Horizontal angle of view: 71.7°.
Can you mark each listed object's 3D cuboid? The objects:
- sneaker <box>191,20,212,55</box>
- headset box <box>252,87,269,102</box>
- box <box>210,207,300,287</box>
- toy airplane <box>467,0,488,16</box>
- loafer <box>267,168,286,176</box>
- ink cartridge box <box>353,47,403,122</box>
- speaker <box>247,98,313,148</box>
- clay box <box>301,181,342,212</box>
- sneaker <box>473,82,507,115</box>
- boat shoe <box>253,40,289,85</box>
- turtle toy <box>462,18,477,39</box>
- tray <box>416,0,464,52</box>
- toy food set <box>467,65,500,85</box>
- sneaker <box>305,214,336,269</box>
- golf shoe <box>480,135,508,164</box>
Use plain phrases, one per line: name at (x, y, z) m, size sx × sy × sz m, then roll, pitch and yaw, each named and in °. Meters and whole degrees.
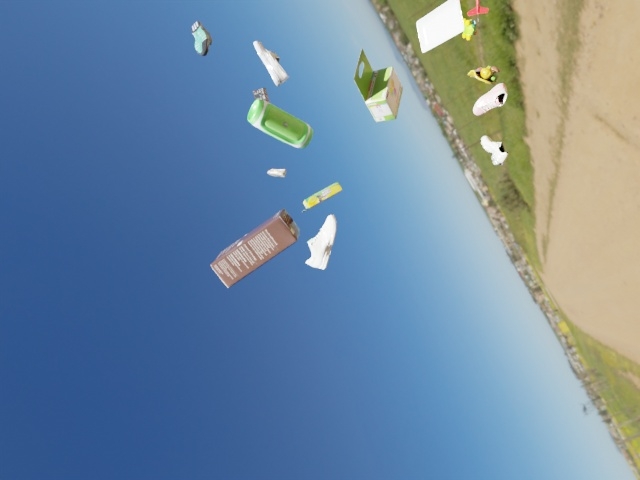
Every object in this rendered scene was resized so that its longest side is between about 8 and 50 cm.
sneaker at (-0.542, -0.944, 2.102) m, size 0.098 × 0.083 × 0.223 m, roll 24°, pitch -139°, yaw -52°
headset box at (-0.292, -0.706, 2.191) m, size 0.032 × 0.062 × 0.083 m, roll -49°, pitch -55°, yaw -67°
box at (-0.282, 0.030, 1.957) m, size 0.143 × 0.381 × 0.191 m, roll 55°, pitch -171°, yaw -12°
toy airplane at (0.543, -0.837, 1.534) m, size 0.151 × 0.151 × 0.028 m, roll 64°, pitch -162°, yaw 10°
loafer at (-0.232, -0.368, 2.387) m, size 0.045 × 0.125 × 0.039 m, roll 36°, pitch -108°, yaw -50°
ink cartridge box at (0.245, -0.652, 1.850) m, size 0.255 × 0.097 × 0.189 m, roll 45°, pitch -128°, yaw -49°
speaker at (-0.184, -0.540, 2.066) m, size 0.296 × 0.131 × 0.131 m, roll 22°, pitch -142°, yaw -29°
clay box at (-0.004, -0.216, 2.238) m, size 0.053 × 0.222 × 0.127 m, roll 62°, pitch 173°, yaw -1°
sneaker at (0.590, -0.478, 1.535) m, size 0.051 × 0.134 × 0.070 m, roll 29°, pitch -141°, yaw -22°
boat shoe at (-0.218, -0.809, 1.999) m, size 0.226 × 0.076 × 0.083 m, roll 60°, pitch -174°, yaw -2°
turtle toy at (0.751, -1.076, 2.236) m, size 0.130 × 0.066 × 0.095 m, roll -103°, pitch -5°, yaw -54°
tray at (0.528, -0.940, 1.937) m, size 0.270 × 0.030 × 0.145 m, roll 3°, pitch 109°, yaw 64°
toy food set at (0.715, -0.718, 1.901) m, size 0.128 × 0.071 × 0.218 m, roll 30°, pitch -153°, yaw 17°
sneaker at (0.000, 0.000, 1.678) m, size 0.094 × 0.212 × 0.080 m, roll 14°, pitch -178°, yaw -8°
golf shoe at (0.810, -0.433, 2.042) m, size 0.069 × 0.086 × 0.176 m, roll -9°, pitch -121°, yaw -23°
